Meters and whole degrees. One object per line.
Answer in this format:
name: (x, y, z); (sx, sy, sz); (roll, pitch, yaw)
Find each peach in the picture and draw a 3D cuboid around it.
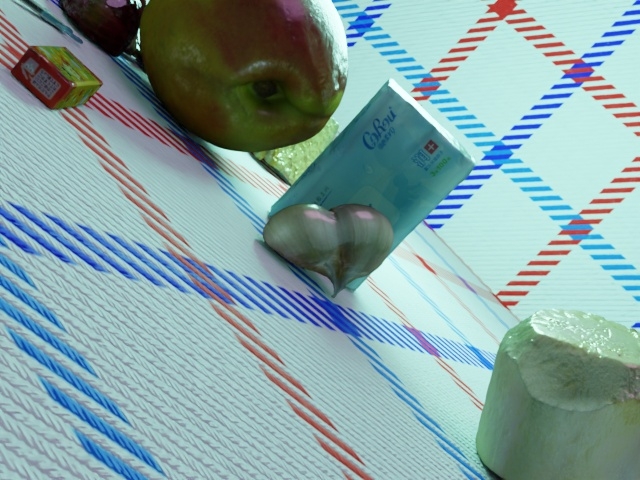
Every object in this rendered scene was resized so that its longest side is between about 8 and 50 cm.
peach: (-0.116, -0.284, 1.505); (0.308, 0.308, 0.332); (36, 9, -38)

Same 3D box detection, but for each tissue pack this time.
tissue pack: (0.074, -0.075, 1.451); (0.177, 0.263, 0.089); (41, 14, -10)

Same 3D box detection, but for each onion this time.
onion: (-0.314, -0.357, 1.554); (0.151, 0.098, 0.206); (37, 12, -28)

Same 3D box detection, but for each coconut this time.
coconut: (0.321, 0.229, 1.291); (0.239, 0.244, 0.239); (11, 16, -3)

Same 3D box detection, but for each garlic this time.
garlic: (0.007, 0.001, 1.327); (0.174, 0.124, 0.099); (5, 49, -31)

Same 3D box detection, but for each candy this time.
candy: (-0.287, -0.179, 1.107); (0.062, 0.038, 0.122); (43, 10, -5)

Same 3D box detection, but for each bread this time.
bread: (-0.045, -0.184, 1.783); (0.147, 0.152, 0.127); (36, 21, -46)

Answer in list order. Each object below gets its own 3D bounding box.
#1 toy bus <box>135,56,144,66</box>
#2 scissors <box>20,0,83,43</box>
toy bus: (-0.236, -0.274, 1.669); (0.065, 0.047, 0.166); (46, 8, 37)
scissors: (-0.368, -0.303, 1.360); (0.058, 0.014, 0.119); (46, 6, 35)
